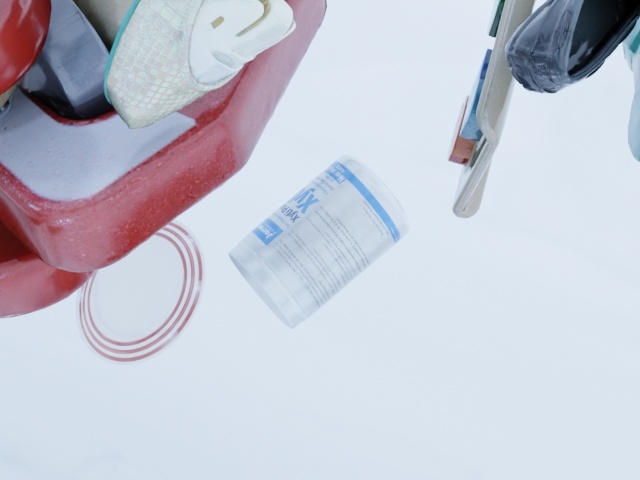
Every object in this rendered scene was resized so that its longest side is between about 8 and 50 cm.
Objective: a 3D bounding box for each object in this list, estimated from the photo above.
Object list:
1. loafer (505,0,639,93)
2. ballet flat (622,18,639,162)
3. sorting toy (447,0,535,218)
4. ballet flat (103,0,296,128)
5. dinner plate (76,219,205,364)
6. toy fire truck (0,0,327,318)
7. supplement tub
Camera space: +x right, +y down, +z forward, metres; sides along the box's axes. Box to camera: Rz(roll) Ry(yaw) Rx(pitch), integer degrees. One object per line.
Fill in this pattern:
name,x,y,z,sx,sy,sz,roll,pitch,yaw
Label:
loafer,0.236,-0.201,1.456,0.076,0.223,0.078,49,162,-29
ballet flat,0.321,-0.154,1.499,0.147,0.409,0.147,2,117,4
sorting toy,0.163,-0.193,1.623,0.041,0.307,0.229,14,162,4
ballet flat,-0.022,-0.106,0.687,0.052,0.168,0.057,37,-170,31
dinner plate,-0.162,0.044,1.649,0.017,0.141,0.141,26,170,45
toy fire truck,-0.127,-0.128,0.825,0.302,0.254,0.169,39,158,32
supplement tub,0.000,0.000,1.232,0.071,0.107,0.071,49,172,9
